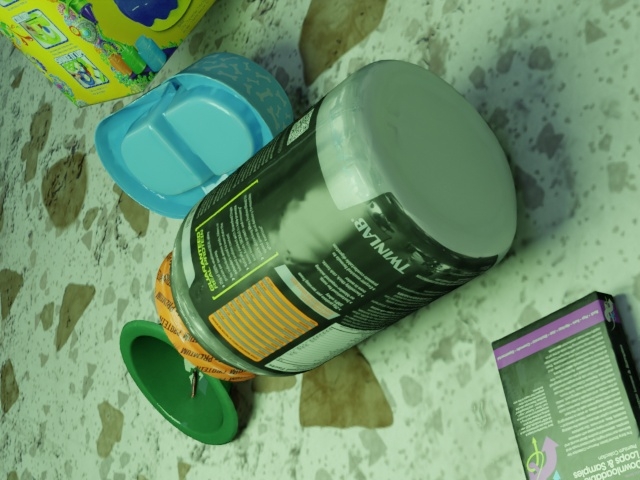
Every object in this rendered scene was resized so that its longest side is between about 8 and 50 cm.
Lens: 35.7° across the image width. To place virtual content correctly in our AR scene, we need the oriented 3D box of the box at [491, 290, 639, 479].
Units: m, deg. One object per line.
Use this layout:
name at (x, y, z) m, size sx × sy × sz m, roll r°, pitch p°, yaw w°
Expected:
box at (0.205, 0.137, 0.797) m, size 0.116 × 0.029 × 0.162 m, roll -34°, pitch 54°, yaw 41°

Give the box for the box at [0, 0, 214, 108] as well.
box at (-0.277, -0.370, 1.229) m, size 0.177 × 0.279 × 0.290 m, roll -1°, pitch 51°, yaw 50°

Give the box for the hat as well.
hat at (-0.124, 0.111, 1.202) m, size 0.208 × 0.183 × 0.173 m, roll 54°, pitch 141°, yaw -7°

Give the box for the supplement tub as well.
supplement tub at (0.000, 0.000, 0.938) m, size 0.338 × 0.207 × 0.207 m, roll -34°, pitch 56°, yaw 40°

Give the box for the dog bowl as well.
dog bowl at (-0.149, -0.127, 1.194) m, size 0.297 × 0.166 × 0.074 m, roll -18°, pitch 29°, yaw 47°
